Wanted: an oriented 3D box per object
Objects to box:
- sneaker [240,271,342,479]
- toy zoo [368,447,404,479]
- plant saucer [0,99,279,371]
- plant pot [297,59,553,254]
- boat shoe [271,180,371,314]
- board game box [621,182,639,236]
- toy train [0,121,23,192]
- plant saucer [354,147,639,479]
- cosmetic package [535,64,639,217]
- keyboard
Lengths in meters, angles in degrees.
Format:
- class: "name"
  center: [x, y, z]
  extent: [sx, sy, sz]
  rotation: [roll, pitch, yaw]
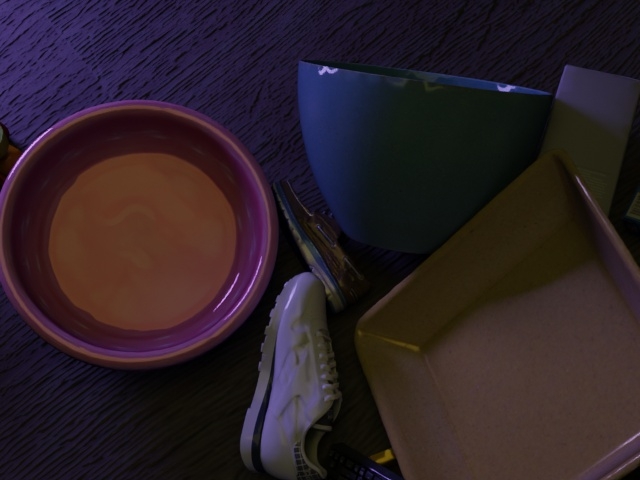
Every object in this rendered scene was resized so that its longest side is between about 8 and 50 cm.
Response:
- class: "sneaker"
  center: [-0.016, 0.153, 1.153]
  extent: [0.094, 0.090, 0.235]
  rotation: [4, 77, 27]
- class: "toy zoo"
  center: [0.169, 0.292, 1.107]
  extent: [0.293, 0.030, 0.192]
  rotation: [-20, 65, -3]
- class: "plant saucer"
  center: [-0.217, -0.003, 1.229]
  extent: [0.331, 0.084, 0.332]
  rotation: [2, 72, -6]
- class: "plant pot"
  center: [0.106, -0.094, 1.183]
  extent: [0.290, 0.290, 0.196]
  rotation: [10, 102, 11]
- class: "boat shoe"
  center: [0.000, 0.000, 1.249]
  extent: [0.066, 0.066, 0.183]
  rotation: [-25, 75, -11]
- class: "board game box"
  center: [0.479, -0.052, 1.175]
  extent: [0.210, 0.047, 0.160]
  rotation: [23, 77, 36]
- class: "toy train"
  center: [-0.391, -0.096, 1.289]
  extent: [0.248, 0.143, 0.105]
  rotation: [29, 72, 18]
- class: "plant saucer"
  center: [0.210, 0.130, 1.044]
  extent: [0.333, 0.081, 0.333]
  rotation: [-44, 46, 26]
- class: "cosmetic package"
  center: [0.300, -0.072, 1.208]
  extent: [0.107, 0.127, 0.238]
  rotation: [18, 70, 15]
- class: "keyboard"
  center: [0.047, 0.289, 1.070]
  extent: [0.180, 0.023, 0.108]
  rotation: [19, 84, 51]
